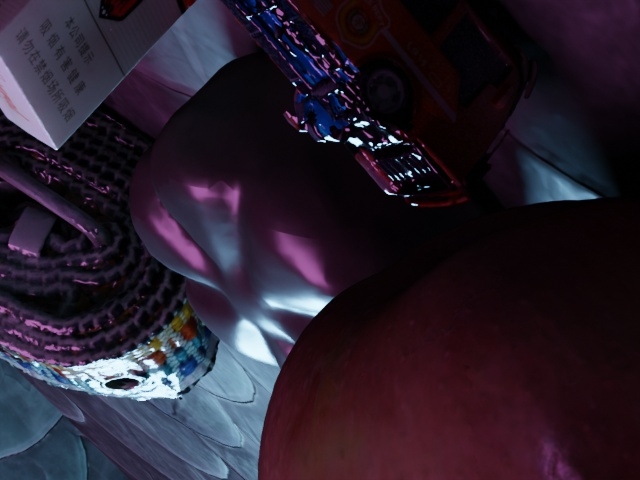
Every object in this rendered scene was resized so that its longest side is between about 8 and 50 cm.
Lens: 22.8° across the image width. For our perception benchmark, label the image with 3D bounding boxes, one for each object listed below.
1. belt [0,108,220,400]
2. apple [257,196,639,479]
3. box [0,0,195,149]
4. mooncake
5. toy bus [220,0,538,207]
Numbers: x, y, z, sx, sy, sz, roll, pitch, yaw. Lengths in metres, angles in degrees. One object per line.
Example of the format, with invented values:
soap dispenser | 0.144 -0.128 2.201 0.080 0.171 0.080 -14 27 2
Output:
belt | -0.200 0.009 1.273 0.295 0.207 0.160 36 165 19
apple | 0.105 0.106 0.757 0.235 0.305 0.306 66 160 -4
box | -0.114 -0.133 0.809 0.048 0.152 0.100 35 163 24
mooncake | 0.000 0.000 0.968 0.245 0.133 0.245 36 156 19
toy bus | 0.000 -0.120 0.700 0.235 0.096 0.073 47 161 -21
